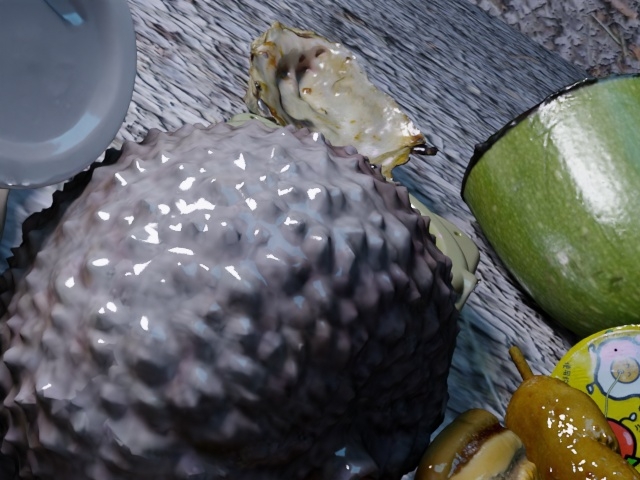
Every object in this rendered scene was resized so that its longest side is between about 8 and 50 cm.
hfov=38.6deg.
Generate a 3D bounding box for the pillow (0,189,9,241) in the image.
[{"bbox_3d":[-0.308,-0.069,0.721,0.173,0.067,0.270,18,34,-14],"label":"pillow"}]

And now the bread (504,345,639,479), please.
[{"bbox_3d":[0.224,0.223,0.764,0.083,0.124,0.344,-6,43,-16],"label":"bread"}]

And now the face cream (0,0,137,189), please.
[{"bbox_3d":[-0.285,-0.110,0.567,0.369,0.146,0.145,6,7,40],"label":"face cream"}]

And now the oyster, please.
[{"bbox_3d":[-0.021,-0.174,1.177,0.221,0.096,0.361,-1,42,-40],"label":"oyster"}]

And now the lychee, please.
[{"bbox_3d":[-0.059,0.055,0.551,0.300,0.300,0.300,25,28,-14],"label":"lychee"}]

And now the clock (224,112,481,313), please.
[{"bbox_3d":[0.000,0.000,0.898,0.309,0.114,0.284,32,29,4],"label":"clock"}]

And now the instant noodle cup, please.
[{"bbox_3d":[0.324,0.162,0.911,0.182,0.182,0.144,40,19,14],"label":"instant noodle cup"}]

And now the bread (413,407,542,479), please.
[{"bbox_3d":[0.088,0.208,0.551,0.077,0.201,0.116,13,12,31],"label":"bread"}]

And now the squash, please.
[{"bbox_3d":[0.370,0.004,1.134,0.310,0.310,0.309,7,52,-40],"label":"squash"}]
